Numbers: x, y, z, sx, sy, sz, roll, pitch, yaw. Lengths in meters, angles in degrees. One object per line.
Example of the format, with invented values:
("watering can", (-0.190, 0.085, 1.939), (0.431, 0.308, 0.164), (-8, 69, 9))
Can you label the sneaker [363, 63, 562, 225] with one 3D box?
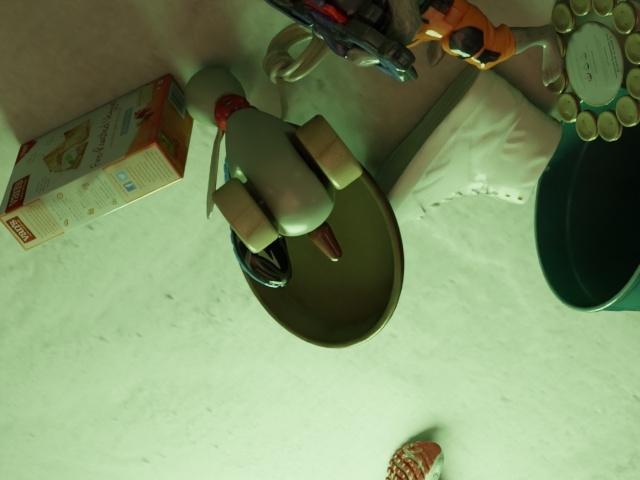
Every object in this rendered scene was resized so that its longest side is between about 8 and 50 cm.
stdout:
("sneaker", (0.172, -0.068, 1.880), (0.169, 0.108, 0.292), (32, 121, -17))

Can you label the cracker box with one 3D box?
("cracker box", (-0.271, -0.096, 1.840), (0.232, 0.156, 0.067), (-24, 123, 18))

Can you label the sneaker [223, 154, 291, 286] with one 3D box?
("sneaker", (-0.070, -0.032, 1.866), (0.078, 0.067, 0.188), (-1, 103, 48))

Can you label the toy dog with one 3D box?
("toy dog", (-0.050, -0.085, 1.736), (0.220, 0.334, 0.161), (-22, 126, 14))

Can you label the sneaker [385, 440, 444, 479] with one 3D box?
("sneaker", (0.146, 0.383, 2.255), (0.092, 0.088, 0.225), (-3, 130, -22))

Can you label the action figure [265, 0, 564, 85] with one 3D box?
("action figure", (0.068, -0.282, 1.661), (0.330, 0.341, 0.178), (20, 101, -44))

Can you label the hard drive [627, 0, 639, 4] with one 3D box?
("hard drive", (0.414, -0.298, 1.581), (0.237, 0.339, 0.064), (26, 83, -16))

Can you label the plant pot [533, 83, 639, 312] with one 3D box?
("plant pot", (0.436, -0.035, 1.814), (0.255, 0.272, 0.272), (8, 129, -22))

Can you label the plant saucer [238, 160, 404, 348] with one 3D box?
("plant saucer", (0.000, 0.000, 1.891), (0.278, 0.041, 0.278), (18, 118, 36))

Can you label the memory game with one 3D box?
("memory game", (0.318, -0.205, 1.738), (0.012, 0.186, 0.186), (-11, 134, -30))
